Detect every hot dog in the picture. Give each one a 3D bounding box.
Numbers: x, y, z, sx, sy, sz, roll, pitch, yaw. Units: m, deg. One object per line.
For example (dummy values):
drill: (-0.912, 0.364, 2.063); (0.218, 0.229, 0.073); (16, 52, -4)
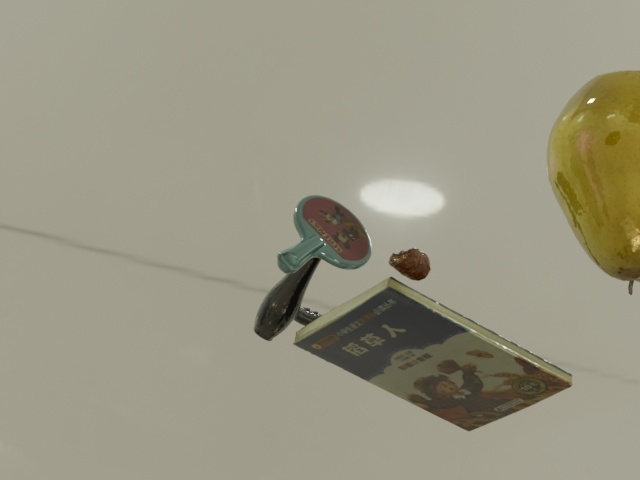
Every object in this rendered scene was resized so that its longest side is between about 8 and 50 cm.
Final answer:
hot dog: (0.150, 0.039, 2.204); (0.058, 0.035, 0.083); (-22, -35, 28)

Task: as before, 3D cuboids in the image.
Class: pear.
pear: (0.476, -0.100, 2.035); (0.284, 0.336, 0.285); (27, -21, 11)

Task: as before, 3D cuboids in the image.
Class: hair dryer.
hair dryer: (-0.013, 0.124, 2.531); (0.219, 0.196, 0.075); (24, 14, -46)

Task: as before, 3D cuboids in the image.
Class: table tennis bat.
table tennis bat: (0.000, 0.000, 2.155); (0.153, 0.244, 0.040); (46, -56, 7)

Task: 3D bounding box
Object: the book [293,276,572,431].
book: (0.203, 0.216, 2.376); (0.428, 0.039, 0.300); (28, -36, -23)
